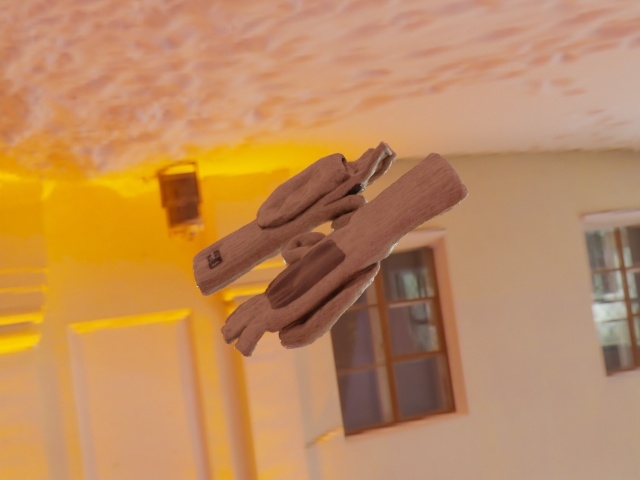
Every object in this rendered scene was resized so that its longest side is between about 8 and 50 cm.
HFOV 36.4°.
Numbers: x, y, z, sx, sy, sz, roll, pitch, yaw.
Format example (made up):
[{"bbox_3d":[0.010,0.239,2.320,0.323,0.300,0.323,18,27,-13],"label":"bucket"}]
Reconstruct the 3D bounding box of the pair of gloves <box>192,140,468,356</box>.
[{"bbox_3d":[0.000,0.000,0.751,0.204,0.042,0.240,-39,-159,-3],"label":"pair of gloves"}]
